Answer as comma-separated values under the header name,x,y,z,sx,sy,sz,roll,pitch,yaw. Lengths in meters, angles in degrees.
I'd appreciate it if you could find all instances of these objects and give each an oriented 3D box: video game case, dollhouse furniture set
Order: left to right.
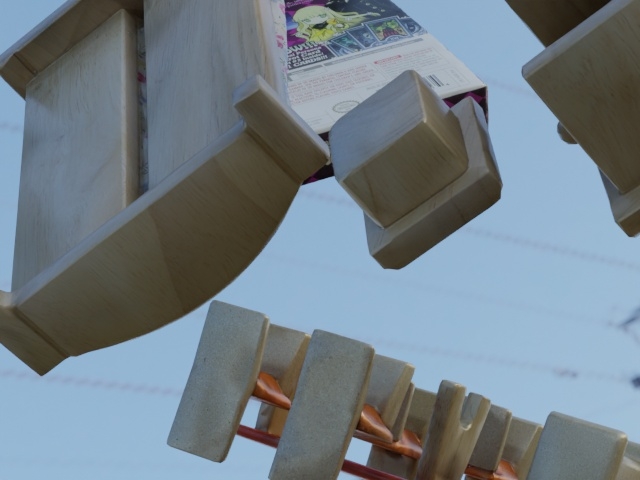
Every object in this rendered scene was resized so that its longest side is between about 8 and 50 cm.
name,x,y,z,sx,sy,sz,roll,pitch,yaw
video game case,-0.039,-0.098,1.281,0.232,0.210,0.042,-17,-57,-17
dollhouse furniture set,0.000,0.000,0.742,0.355,0.303,0.174,-36,-61,18
dollhouse furniture set,0.064,0.153,1.202,0.262,0.259,0.135,29,-102,-59
